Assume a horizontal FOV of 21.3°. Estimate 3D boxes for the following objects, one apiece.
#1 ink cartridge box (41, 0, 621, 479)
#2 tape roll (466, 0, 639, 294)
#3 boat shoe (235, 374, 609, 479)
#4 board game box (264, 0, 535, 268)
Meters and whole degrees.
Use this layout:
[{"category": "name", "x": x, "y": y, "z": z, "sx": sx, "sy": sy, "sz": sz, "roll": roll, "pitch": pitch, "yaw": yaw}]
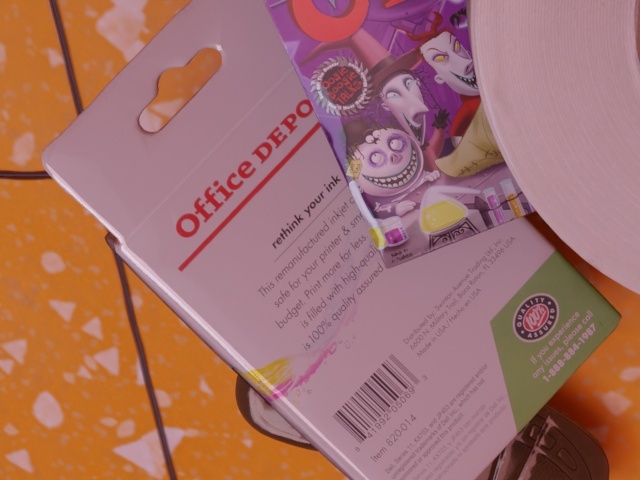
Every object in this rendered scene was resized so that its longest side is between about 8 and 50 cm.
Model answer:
[{"category": "ink cartridge box", "x": 0.000, "y": 0.000, "z": 1.147, "sx": 0.353, "sy": 0.119, "sz": 0.207, "roll": 45, "pitch": 84, "yaw": -10}, {"category": "tape roll", "x": 0.274, "y": -0.138, "z": 0.947, "sx": 0.392, "sy": 0.072, "sz": 0.392, "roll": 1, "pitch": 112, "yaw": 2}, {"category": "boat shoe", "x": 0.080, "y": 0.133, "z": 1.288, "sx": 0.285, "sy": 0.089, "sz": 0.105, "roll": 20, "pitch": 100, "yaw": 4}, {"category": "board game box", "x": 0.158, "y": -0.138, "z": 1.012, "sx": 0.346, "sy": 0.056, "sz": 0.208, "roll": -22, "pitch": 105, "yaw": 10}]
